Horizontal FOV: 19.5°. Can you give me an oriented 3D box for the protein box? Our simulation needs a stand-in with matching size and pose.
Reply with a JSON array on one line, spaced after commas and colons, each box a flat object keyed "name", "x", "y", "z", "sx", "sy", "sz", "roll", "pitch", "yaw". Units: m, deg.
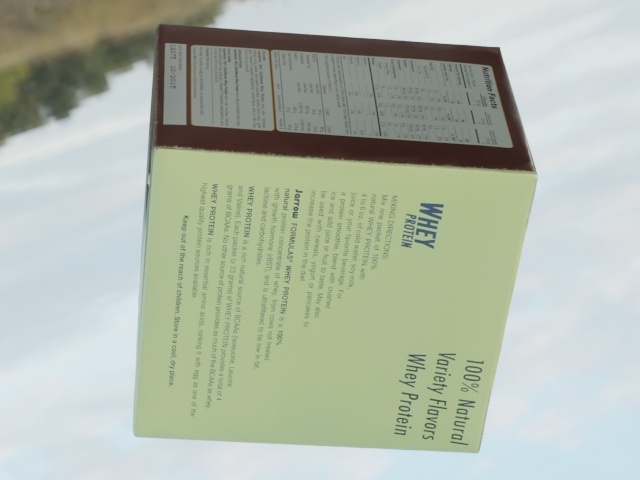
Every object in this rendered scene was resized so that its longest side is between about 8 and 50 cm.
[{"name": "protein box", "x": 0.000, "y": 0.000, "z": 1.060, "sx": 0.201, "sy": 0.200, "sz": 0.136, "roll": 3, "pitch": -145, "yaw": -6}]
